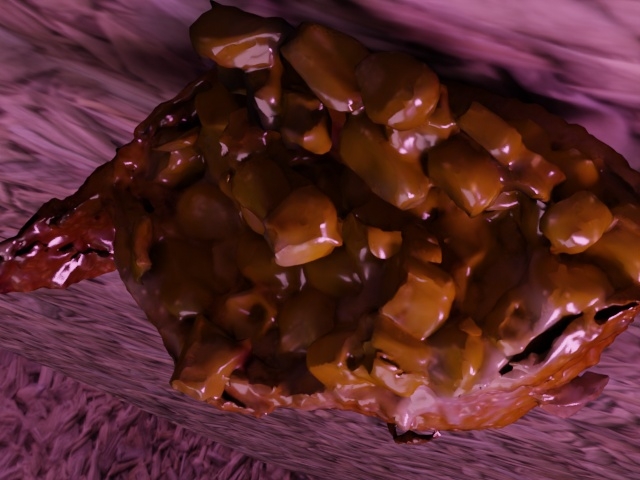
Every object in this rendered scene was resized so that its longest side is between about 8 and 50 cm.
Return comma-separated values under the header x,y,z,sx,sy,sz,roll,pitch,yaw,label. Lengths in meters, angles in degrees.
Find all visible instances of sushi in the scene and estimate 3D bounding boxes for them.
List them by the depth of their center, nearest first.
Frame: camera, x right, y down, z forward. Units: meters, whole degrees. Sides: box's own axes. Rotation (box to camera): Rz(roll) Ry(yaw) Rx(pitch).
x,y,z,sx,sy,sz,roll,pitch,yaw,label
0.003,-0.001,0.680,0.296,0.166,0.179,24,-173,33,sushi
